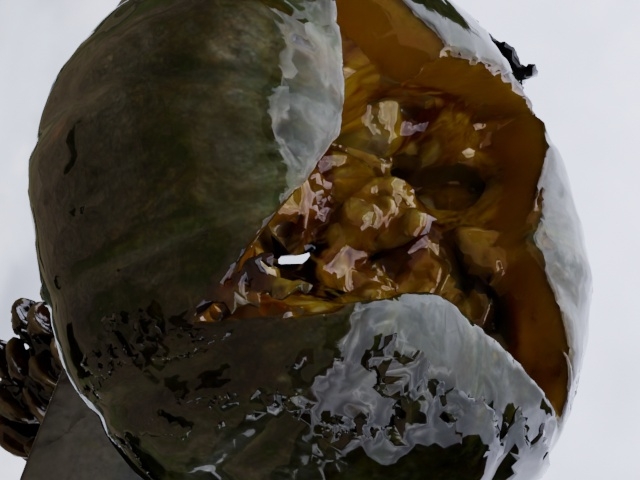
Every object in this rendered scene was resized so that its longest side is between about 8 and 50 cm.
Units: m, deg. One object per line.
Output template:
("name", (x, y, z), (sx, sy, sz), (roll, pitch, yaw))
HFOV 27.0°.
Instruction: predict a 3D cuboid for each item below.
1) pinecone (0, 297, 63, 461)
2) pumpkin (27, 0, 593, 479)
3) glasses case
("pinecone", (-0.199, 0.141, 1.308), (0.257, 0.243, 0.243), (-23, -131, 27))
("pumpkin", (0.000, 0.000, 0.678), (0.192, 0.320, 0.320), (-27, -130, 43))
("glasses case", (-0.127, 0.117, 0.914), (0.060, 0.114, 0.299), (111, -6, -47))
